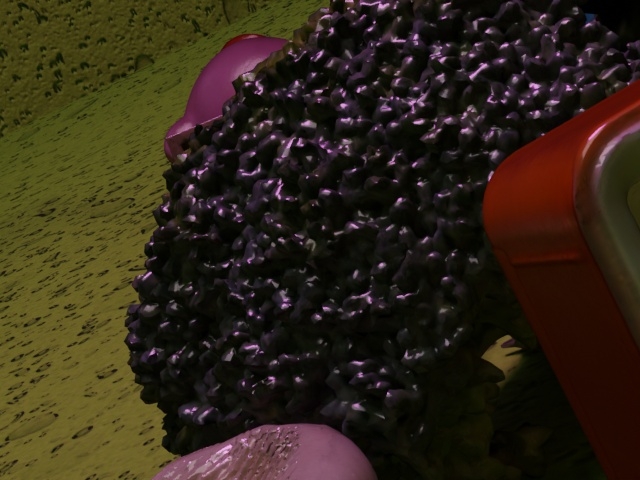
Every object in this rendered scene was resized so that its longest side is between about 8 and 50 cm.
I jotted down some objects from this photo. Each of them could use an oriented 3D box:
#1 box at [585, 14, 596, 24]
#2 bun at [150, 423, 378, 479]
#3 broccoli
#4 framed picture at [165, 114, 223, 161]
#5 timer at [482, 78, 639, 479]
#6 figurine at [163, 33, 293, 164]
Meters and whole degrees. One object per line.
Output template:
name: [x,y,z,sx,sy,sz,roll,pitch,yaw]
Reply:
box: [0.229,-0.186,1.557,0.245,0.092,0.153,-14,58,34]
bun: [-0.039,0.174,0.855,0.183,0.102,0.183,-30,21,13]
broccoli: [0.070,-0.008,0.993,0.317,0.338,0.277,-9,36,-30]
framed picture: [0.000,0.000,1.157,0.136,0.201,0.010,-23,-5,-2]
timer: [0.223,0.024,0.685,0.250,0.257,0.161,-28,8,-8]
figurine: [-0.050,-0.114,1.745,0.173,0.173,0.173,-23,15,6]
